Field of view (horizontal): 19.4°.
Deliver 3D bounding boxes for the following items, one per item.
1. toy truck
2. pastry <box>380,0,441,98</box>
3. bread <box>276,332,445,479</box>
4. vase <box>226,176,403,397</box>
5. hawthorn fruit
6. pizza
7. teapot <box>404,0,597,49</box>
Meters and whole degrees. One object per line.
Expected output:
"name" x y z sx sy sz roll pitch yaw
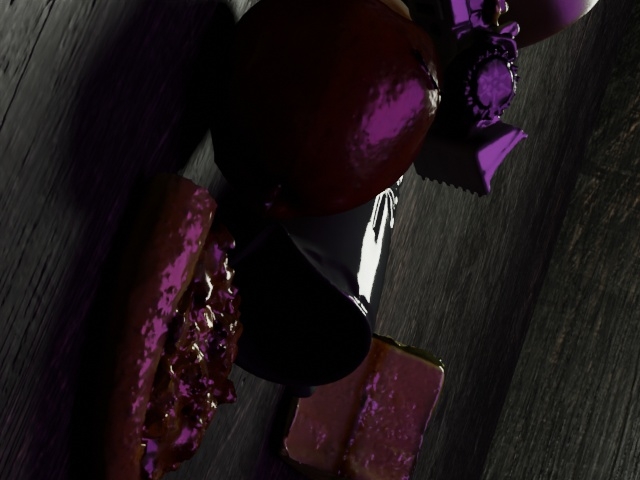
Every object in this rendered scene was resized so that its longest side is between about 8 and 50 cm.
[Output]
"toy truck" 0.115 -0.186 1.569 0.111 0.136 0.286 -21 113 -27
"pastry" 0.036 -0.157 1.678 0.092 0.156 0.156 -33 -167 35
"bread" 0.006 0.194 2.134 0.264 0.163 0.167 -20 -130 68
"vase" 0.000 0.000 1.707 0.301 0.156 0.251 -68 162 -49
"hawthorn fruit" -0.006 -0.102 1.497 0.202 0.185 0.185 -59 160 -29
"pizza" -0.108 0.085 1.483 0.229 0.081 0.289 -22 125 -73
"teapot" 0.197 -0.321 2.099 0.268 0.185 0.175 -40 116 -19
